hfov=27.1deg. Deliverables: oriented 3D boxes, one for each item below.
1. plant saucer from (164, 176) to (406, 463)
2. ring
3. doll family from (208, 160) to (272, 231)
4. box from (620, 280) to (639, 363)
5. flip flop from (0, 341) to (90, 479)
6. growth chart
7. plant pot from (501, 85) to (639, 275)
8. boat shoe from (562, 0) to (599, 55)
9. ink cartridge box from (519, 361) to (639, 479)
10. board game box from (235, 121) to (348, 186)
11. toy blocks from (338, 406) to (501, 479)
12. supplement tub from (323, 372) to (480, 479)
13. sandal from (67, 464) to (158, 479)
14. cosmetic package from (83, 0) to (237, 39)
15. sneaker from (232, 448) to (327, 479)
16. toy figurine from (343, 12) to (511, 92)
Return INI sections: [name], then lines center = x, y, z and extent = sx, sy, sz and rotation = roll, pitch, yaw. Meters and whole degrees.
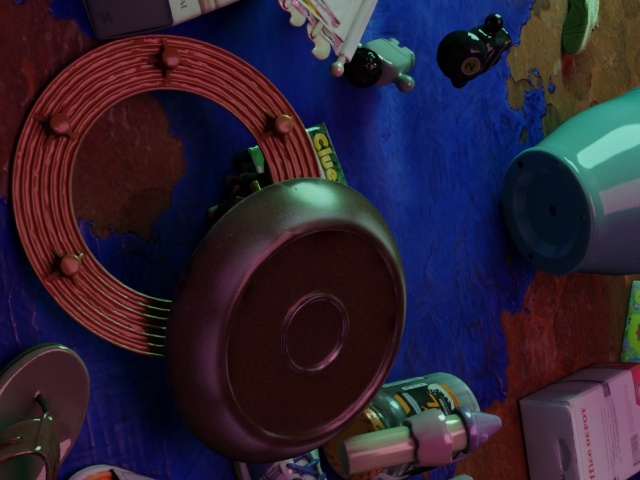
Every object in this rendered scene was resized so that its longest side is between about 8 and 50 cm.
[plant saucer]
center = -0.018, 0.091, 1.372
extent = 0.311, 0.050, 0.310
rotation = -14, 113, -36
[ring]
center = -0.143, -0.048, 1.346
extent = 0.337, 0.032, 0.336
rotation = 4, 81, -25
[doll family]
center = -0.067, 0.006, 1.451
extent = 0.076, 0.111, 0.192
rotation = -12, 97, -47
[box]
center = 0.676, 0.185, 2.108
extent = 0.279, 0.290, 0.177
rotation = 28, 69, -42
[flip flop]
center = -0.290, 0.219, 1.223
extent = 0.112, 0.080, 0.277
rotation = 53, 53, -31
[growth chart]
center = -0.007, -0.306, 1.413
extent = 0.237, 0.021, 0.172
rotation = 53, 55, -35
[plant pot]
center = 0.405, -0.069, 1.873
extent = 0.255, 0.272, 0.271
rotation = -16, 100, -31
[boat shoe]
center = 0.402, -0.338, 2.018
extent = 0.045, 0.050, 0.135
rotation = 26, 69, -38
[ink cartridge box]
center = 0.394, 0.280, 1.945
extent = 0.218, 0.092, 0.158
rotation = -16, 99, -48
[board game box]
center = 0.000, 0.000, 1.551
extent = 0.136, 0.030, 0.259
rotation = -23, 93, -43
[toy blocks]
center = 0.182, 0.369, 1.463
extent = 0.260, 0.288, 0.308
rotation = -10, 120, -16
[supplement tub]
center = 0.098, 0.229, 1.613
extent = 0.190, 0.117, 0.117
rotation = -7, 93, -47
[sandal]
center = -0.156, 0.295, 1.366
extent = 0.265, 0.076, 0.101
rotation = 24, 71, -44
[cosmetic package]
center = -0.115, -0.328, 1.406
extent = 0.296, 0.129, 0.153
rotation = -33, 114, -42
[sneaker]
center = -0.016, 0.290, 1.479
extent = 0.112, 0.131, 0.296
rotation = -7, 91, -45
[toy figurine]
center = 0.112, -0.282, 1.586
extent = 0.148, 0.210, 0.213
rotation = -31, 115, -61
